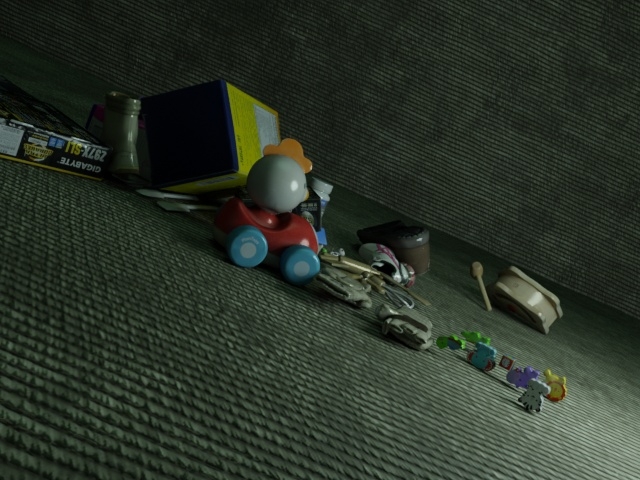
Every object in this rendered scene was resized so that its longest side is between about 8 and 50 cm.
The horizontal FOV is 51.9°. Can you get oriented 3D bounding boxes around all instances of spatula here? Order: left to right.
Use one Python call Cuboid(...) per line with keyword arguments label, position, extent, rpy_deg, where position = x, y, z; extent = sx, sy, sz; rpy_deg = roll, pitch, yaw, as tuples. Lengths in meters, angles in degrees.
Cuboid(label="spatula", position=(-0.332, -0.103, 1.452), extent=(0.168, 0.019, 0.242), rpy_deg=(26, 10, 18))

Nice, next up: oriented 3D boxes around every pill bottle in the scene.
Cuboid(label="pill bottle", position=(-0.021, -0.100, 1.812), extent=(0.078, 0.137, 0.078), rpy_deg=(23, 10, -4))

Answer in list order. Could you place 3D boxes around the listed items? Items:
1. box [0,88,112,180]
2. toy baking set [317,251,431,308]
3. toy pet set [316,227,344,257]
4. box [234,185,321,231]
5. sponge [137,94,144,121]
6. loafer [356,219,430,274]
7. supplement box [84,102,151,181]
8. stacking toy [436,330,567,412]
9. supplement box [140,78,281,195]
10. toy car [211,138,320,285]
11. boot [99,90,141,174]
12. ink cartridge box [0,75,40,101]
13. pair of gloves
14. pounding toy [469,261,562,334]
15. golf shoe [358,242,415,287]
Cuboid(label="box", position=(-0.608, -0.234, 1.323), extent=(0.322, 0.079, 0.257), rpy_deg=(32, 15, 38))
Cuboid(label="toy baking set", position=(0.111, 0.093, 1.451), extent=(0.256, 0.030, 0.197), rpy_deg=(19, 14, -24))
Cuboid(label="toy pet set", position=(0.000, 0.000, 1.551), extent=(0.114, 0.065, 0.122), rpy_deg=(14, 14, -44))
Cuboid(label="box", position=(-0.098, -0.070, 1.476), extent=(0.180, 0.078, 0.147), rpy_deg=(-3, 17, -12))
Cuboid(label="sponge", position=(-0.417, -0.269, 1.679), extent=(0.117, 0.031, 0.210), rpy_deg=(-9, -52, 49))
Cuboid(label="loafer", position=(0.193, 0.027, 1.790), extent=(0.133, 0.130, 0.366), rpy_deg=(-14, 9, -9))
Cuboid(label="supplement box", position=(-0.444, -0.230, 1.579), extent=(0.220, 0.111, 0.114), rpy_deg=(27, 10, 14))
Cuboid(label="stacking toy", position=(0.326, 0.229, 1.185), extent=(0.221, 0.052, 0.167), rpy_deg=(28, 9, 29))
Cuboid(label="supplement box", position=(-0.229, -0.216, 1.509), extent=(0.195, 0.194, 0.356), rpy_deg=(-10, -3, 15))
Cuboid(label="toy car", position=(-0.074, -0.072, 1.256), extent=(0.210, 0.238, 0.219), rpy_deg=(21, 11, -20))
Cuboid(label="boot", position=(-0.439, -0.232, 1.395), extent=(0.077, 0.165, 0.213), rpy_deg=(-3, 14, -38))
Cuboid(label="ink cartridge box", position=(-0.799, -0.359, 1.572), extent=(0.332, 0.065, 0.165), rpy_deg=(29, 12, 32))
Cuboid(label="pair of gloves", position=(0.099, 0.124, 1.202), extent=(0.240, 0.042, 0.204), rpy_deg=(29, 7, 6))
Cuboid(label="pounding toy", position=(0.530, 0.176, 1.865), extent=(0.269, 0.155, 0.154), rpy_deg=(39, -13, 24))
Cuboid(label="golf shoe", position=(0.149, 0.052, 1.620), extent=(0.086, 0.068, 0.186), rpy_deg=(13, 15, -42))
